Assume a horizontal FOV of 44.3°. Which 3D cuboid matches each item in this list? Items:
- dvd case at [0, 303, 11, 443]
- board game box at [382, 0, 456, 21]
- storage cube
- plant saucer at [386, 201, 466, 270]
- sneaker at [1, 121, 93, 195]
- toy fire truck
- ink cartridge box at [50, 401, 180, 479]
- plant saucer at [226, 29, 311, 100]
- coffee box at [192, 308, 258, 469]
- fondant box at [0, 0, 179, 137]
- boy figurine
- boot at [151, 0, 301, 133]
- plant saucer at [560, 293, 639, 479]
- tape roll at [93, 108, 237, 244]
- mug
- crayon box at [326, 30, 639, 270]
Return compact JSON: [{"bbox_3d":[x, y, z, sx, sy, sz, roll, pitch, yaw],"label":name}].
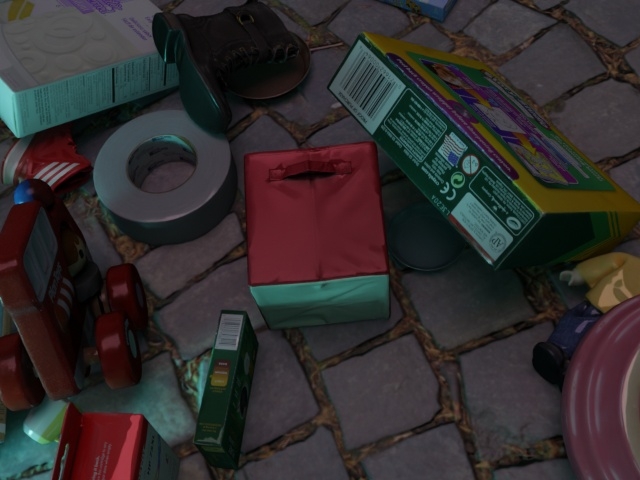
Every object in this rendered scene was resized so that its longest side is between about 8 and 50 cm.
[{"bbox_3d":[-0.480,0.194,1.080,0.164,0.018,0.221,-30,54,29],"label":"dvd case"},{"bbox_3d":[0.168,-0.501,1.463,0.211,0.039,0.160,25,65,19],"label":"board game box"},{"bbox_3d":[0.000,0.000,1.087,0.183,0.215,0.193,-5,65,2],"label":"storage cube"},{"bbox_3d":[0.158,-0.003,1.176,0.119,0.021,0.119,-3,58,5],"label":"plant saucer"},{"bbox_3d":[-0.428,-0.157,1.318,0.128,0.087,0.221,22,57,-5],"label":"sneaker"},{"bbox_3d":[-0.344,0.057,1.035,0.169,0.254,0.302,-11,30,-3],"label":"toy fire truck"},{"bbox_3d":[-0.236,0.288,0.923,0.077,0.231,0.134,0,59,5],"label":"ink cartridge box"},{"bbox_3d":[-0.098,-0.305,1.382,0.168,0.029,0.169,-3,59,5],"label":"plant saucer"},{"bbox_3d":[-0.122,0.196,1.036,0.040,0.113,0.184,4,61,7],"label":"coffee box"},{"bbox_3d":[-0.418,-0.322,1.331,0.330,0.096,0.238,-27,58,-34],"label":"fondant box"},{"bbox_3d":[0.407,0.086,1.055,0.285,0.092,0.177,-41,63,-18],"label":"boy figurine"},{"bbox_3d":[-0.131,-0.302,1.293,0.228,0.091,0.263,-15,66,-31],"label":"boot"},{"bbox_3d":[0.456,0.213,0.925,0.331,0.084,0.332,1,74,-5],"label":"plant saucer"},{"bbox_3d":[-0.243,-0.103,1.252,0.219,0.072,0.219,-3,60,5],"label":"tape roll"},{"bbox_3d":[-0.363,0.244,1.066,0.078,0.062,0.064,29,74,28],"label":"mug"},{"bbox_3d":[0.232,-0.125,1.091,0.313,0.106,0.363,-1,45,-48],"label":"crayon box"}]
